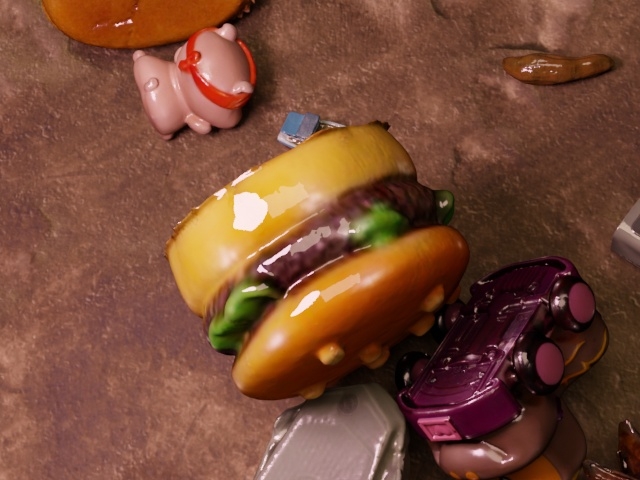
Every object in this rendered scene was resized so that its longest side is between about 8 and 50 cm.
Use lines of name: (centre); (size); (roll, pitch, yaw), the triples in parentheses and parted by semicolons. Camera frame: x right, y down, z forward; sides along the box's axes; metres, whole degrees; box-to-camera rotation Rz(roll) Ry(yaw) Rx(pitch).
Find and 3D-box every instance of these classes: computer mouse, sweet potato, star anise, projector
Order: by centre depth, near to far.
star anise: (0.467, 0.379, 1.621); (0.288, 0.088, 0.288); (6, 69, -15)
computer mouse: (-0.004, 0.400, 1.671); (0.228, 0.145, 0.429); (22, 77, 35)
projector: (0.494, -0.005, 1.800); (0.082, 0.083, 0.083); (35, 77, 21)
sweet potato: (0.389, -0.280, 1.956); (0.182, 0.054, 0.053); (0, 76, 7)

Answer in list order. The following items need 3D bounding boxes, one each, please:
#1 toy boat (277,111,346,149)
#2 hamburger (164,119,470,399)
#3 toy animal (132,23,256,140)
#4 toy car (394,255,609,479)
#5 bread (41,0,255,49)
toy boat: (0.009, -0.165, 1.962); (0.172, 0.059, 0.069); (20, 71, 17)
hamburger: (-0.002, 0.053, 1.626); (0.395, 0.396, 0.277); (-31, 76, -5)
toy animal: (-0.204, -0.266, 1.994); (0.197, 0.171, 0.171); (-17, 65, 10)
toy car: (0.278, 0.200, 1.669); (0.271, 0.240, 0.341); (-13, 31, 51)
bread: (-0.289, -0.455, 2.057); (0.388, 0.236, 0.183); (-11, 49, 13)
